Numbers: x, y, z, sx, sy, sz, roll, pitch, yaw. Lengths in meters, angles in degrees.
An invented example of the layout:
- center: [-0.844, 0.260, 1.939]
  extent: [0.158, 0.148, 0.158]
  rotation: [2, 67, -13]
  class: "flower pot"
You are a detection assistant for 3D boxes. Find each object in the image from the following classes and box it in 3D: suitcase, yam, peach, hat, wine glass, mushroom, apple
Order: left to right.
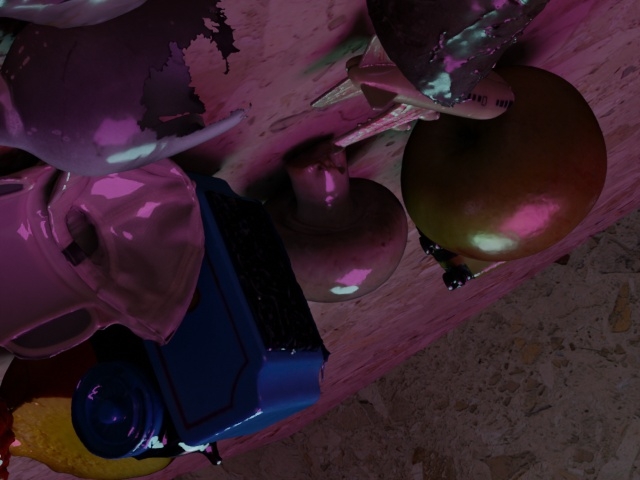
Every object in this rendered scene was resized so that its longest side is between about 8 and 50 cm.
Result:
- center: [-0.210, -0.096, 0.723]
  extent: [0.321, 0.143, 0.143]
  rotation: [-23, 164, -26]
  class: "wine glass"
- center: [-0.247, -0.002, 0.980]
  extent: [0.226, 0.219, 0.164]
  rotation: [-4, -150, 24]
  class: "hat"
- center: [-0.292, 0.204, 1.346]
  extent: [0.274, 0.248, 0.245]
  rotation: [-33, -171, 27]
  class: "peach"
- center: [0.009, -0.029, 1.264]
  extent: [0.204, 0.204, 0.204]
  rotation: [-25, 164, -8]
  class: "mushroom"
- center: [0.239, -0.056, 1.474]
  extent: [0.194, 0.143, 0.235]
  rotation: [-30, -162, 20]
  class: "suitcase"
- center: [0.132, -0.237, 0.814]
  extent: [0.154, 0.154, 0.254]
  rotation: [-16, 161, -34]
  class: "yam"
- center: [0.227, -0.096, 1.256]
  extent: [0.261, 0.261, 0.194]
  rotation: [-33, 142, 19]
  class: "apple"

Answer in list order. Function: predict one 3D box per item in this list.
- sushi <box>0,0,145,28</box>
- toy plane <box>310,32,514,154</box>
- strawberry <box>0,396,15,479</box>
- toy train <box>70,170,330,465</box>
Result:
- center: [-0.047, -0.240, 0.428]
  extent: [0.348, 0.207, 0.234]
  rotation: [-29, 177, 26]
  class: "sushi"
- center: [0.117, -0.171, 1.078]
  extent: [0.256, 0.104, 0.242]
  rotation: [-12, 155, -45]
  class: "toy plane"
- center: [-0.485, 0.255, 1.200]
  extent: [0.261, 0.261, 0.257]
  rotation: [-27, 171, -1]
  class: "strawberry"
- center: [-0.149, 0.091, 1.103]
  extent: [0.265, 0.300, 0.188]
  rotation: [-29, 165, 20]
  class: "toy train"
